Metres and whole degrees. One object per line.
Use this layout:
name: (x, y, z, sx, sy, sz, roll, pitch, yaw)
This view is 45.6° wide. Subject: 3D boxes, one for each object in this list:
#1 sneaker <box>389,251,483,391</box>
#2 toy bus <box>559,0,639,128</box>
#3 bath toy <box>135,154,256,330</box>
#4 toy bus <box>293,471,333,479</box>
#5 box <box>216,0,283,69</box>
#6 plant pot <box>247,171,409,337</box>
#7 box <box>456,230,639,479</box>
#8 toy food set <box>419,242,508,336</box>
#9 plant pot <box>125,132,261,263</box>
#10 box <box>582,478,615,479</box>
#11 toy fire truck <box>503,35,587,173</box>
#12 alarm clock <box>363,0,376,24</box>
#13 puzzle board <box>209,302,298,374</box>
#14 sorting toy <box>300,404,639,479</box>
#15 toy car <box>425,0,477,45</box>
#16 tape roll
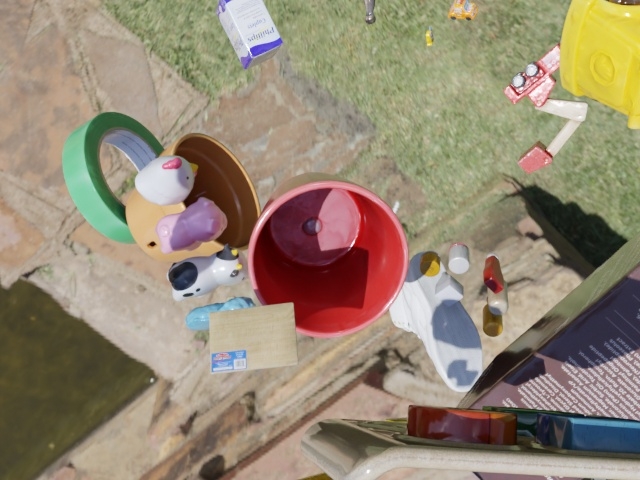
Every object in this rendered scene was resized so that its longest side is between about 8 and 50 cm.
sneaker: (0.235, 0.185, 1.595, 0.108, 0.292, 0.169, -10, 162, -20)
toy bus: (0.422, -0.217, 0.869, 0.220, 0.211, 0.149, -19, 132, -12)
bath toy: (-0.232, -0.012, 1.427, 0.152, 0.348, 0.129, -16, 167, -32)
toy bus: (-0.020, 0.324, 0.865, 0.191, 0.104, 0.202, -45, 130, -20)
box: (-0.144, -0.427, 1.525, 0.072, 0.126, 0.137, -28, 97, -10)
plant pot: (0.000, 0.000, 1.352, 0.275, 0.243, 0.274, -2, 108, -7)
box: (0.310, 0.117, 0.810, 0.143, 0.191, 0.381, 43, 130, 10)
toy food set: (0.300, 0.075, 1.513, 0.232, 0.104, 0.111, 39, 122, -16)
plant pot: (-0.305, -0.075, 1.748, 0.204, 0.290, 0.291, -24, 119, 28)
box: (0.536, 0.430, 1.170, 0.308, 0.242, 0.076, 9, 112, 31)
toy fire truck: (0.347, -0.206, 1.130, 0.192, 0.047, 0.135, -40, 91, 27)
alarm clock: (0.013, -0.247, 0.481, 0.064, 0.129, 0.192, 10, 143, 37)
puzzle board: (-0.099, 0.143, 1.115, 0.128, 0.096, 0.011, -7, 152, 4)
sorting toy: (0.104, 0.129, 0.527, 0.229, 0.307, 0.041, 1, 81, -9)
toy car: (0.265, -0.443, 1.538, 0.122, 0.060, 0.040, -53, 150, -13)
tape roll: (-0.478, -0.152, 1.860, 0.077, 0.321, 0.321, -23, 119, 26)
